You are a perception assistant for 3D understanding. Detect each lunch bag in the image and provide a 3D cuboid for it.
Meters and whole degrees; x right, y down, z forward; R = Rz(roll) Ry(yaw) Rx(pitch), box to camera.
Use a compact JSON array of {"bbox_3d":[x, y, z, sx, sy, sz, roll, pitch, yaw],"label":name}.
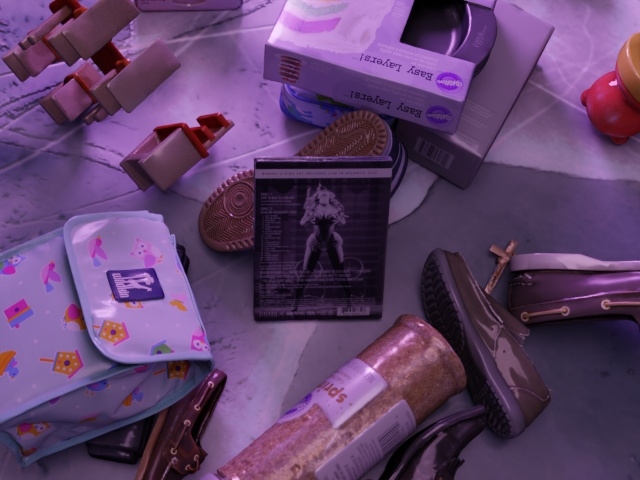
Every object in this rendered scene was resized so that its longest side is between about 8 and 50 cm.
[{"bbox_3d":[0.040,-0.253,1.484,0.176,0.090,0.219,13,68,-1],"label":"lunch bag"},{"bbox_3d":[-0.268,0.099,1.251,0.262,0.160,0.223,-24,58,-3],"label":"lunch bag"}]

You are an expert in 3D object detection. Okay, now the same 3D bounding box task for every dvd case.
[{"bbox_3d":[0.000,0.000,1.339,0.164,0.221,0.018,-1,28,-5],"label":"dvd case"}]

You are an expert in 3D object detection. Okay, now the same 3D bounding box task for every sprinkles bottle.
[{"bbox_3d":[0.008,0.236,1.277,0.355,0.121,0.121,-37,76,-18],"label":"sprinkles bottle"}]

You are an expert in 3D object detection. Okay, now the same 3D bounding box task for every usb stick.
[{"bbox_3d":[-0.223,0.131,1.336,0.077,0.045,0.278,9,69,3],"label":"usb stick"}]

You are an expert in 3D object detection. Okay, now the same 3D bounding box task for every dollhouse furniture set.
[{"bbox_3d":[-0.244,-0.199,1.369,0.135,0.262,0.259,-47,113,-21],"label":"dollhouse furniture set"}]

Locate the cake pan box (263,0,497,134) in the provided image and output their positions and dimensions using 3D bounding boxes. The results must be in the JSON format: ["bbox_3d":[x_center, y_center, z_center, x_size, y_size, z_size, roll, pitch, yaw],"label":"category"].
[{"bbox_3d":[0.087,-0.270,1.385,0.266,0.070,0.246,18,57,6],"label":"cake pan box"}]

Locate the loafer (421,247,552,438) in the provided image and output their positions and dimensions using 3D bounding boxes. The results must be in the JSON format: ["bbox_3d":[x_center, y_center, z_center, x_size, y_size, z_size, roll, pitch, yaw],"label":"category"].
[{"bbox_3d":[0.207,0.120,1.364,0.087,0.094,0.251,-20,78,-22],"label":"loafer"}]

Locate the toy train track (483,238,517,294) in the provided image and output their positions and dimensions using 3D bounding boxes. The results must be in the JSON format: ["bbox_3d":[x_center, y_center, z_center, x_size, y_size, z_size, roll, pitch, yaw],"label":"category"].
[{"bbox_3d":[0.235,0.037,1.432,0.048,0.014,0.083,31,75,-1],"label":"toy train track"}]

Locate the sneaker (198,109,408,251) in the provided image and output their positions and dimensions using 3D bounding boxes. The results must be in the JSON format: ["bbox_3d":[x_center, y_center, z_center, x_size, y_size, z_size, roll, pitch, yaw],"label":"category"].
[{"bbox_3d":[-0.013,-0.062,1.414,0.282,0.153,0.099,-30,75,16],"label":"sneaker"}]

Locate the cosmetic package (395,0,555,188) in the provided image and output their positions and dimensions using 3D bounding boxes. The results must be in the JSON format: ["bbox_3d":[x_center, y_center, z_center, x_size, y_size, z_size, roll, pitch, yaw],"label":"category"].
[{"bbox_3d":[0.206,-0.208,1.478,0.127,0.107,0.238,30,67,7],"label":"cosmetic package"}]

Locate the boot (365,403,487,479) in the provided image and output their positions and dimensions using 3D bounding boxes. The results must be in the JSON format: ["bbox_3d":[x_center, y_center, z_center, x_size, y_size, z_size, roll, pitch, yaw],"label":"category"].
[{"bbox_3d":[0.152,0.346,1.277,0.263,0.091,0.229,-38,82,-13],"label":"boot"}]

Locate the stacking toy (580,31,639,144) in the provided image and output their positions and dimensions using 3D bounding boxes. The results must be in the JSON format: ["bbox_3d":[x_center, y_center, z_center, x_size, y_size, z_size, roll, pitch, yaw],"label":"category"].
[{"bbox_3d":[0.522,-0.135,1.502,0.279,0.130,0.309,-18,73,-39],"label":"stacking toy"}]

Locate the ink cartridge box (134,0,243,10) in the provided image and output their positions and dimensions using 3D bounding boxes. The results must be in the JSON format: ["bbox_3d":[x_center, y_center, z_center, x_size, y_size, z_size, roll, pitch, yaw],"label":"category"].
[{"bbox_3d":[-0.190,-0.436,1.534,0.154,0.093,0.212,-2,71,-7],"label":"ink cartridge box"}]

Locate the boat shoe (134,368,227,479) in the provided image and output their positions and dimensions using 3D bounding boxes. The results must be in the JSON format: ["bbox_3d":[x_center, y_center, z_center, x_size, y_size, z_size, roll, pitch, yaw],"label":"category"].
[{"bbox_3d":[-0.167,0.240,1.285,0.073,0.073,0.207,15,69,3],"label":"boat shoe"}]

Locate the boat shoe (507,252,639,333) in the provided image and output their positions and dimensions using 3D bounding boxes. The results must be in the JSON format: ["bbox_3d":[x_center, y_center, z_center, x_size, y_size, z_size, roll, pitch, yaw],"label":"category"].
[{"bbox_3d":[0.394,0.071,1.349,0.324,0.116,0.097,2,84,17],"label":"boat shoe"}]
